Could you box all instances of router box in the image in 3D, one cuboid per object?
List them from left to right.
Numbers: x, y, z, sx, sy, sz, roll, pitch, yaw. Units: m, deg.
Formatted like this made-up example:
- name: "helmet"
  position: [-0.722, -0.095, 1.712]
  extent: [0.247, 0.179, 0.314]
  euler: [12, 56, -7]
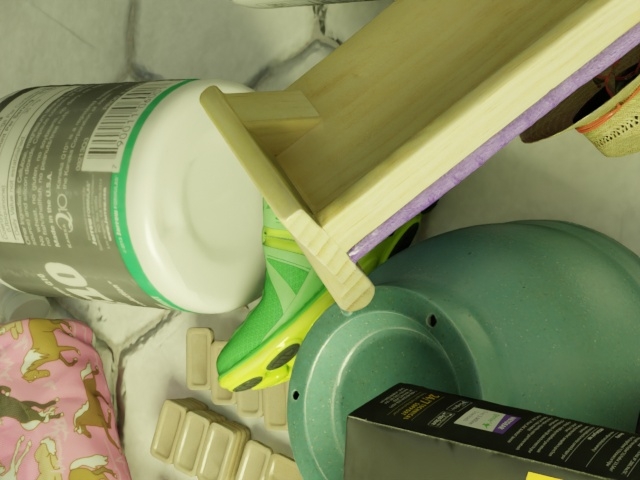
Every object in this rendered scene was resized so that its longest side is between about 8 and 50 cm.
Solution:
- name: "router box"
  position: [0.129, 0.261, 0.819]
  extent: [0.243, 0.081, 0.308]
  euler: [11, 105, 27]

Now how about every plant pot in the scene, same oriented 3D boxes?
- name: "plant pot"
  position: [0.101, 0.123, 0.988]
  extent: [0.293, 0.196, 0.293]
  euler: [-5, 83, 42]

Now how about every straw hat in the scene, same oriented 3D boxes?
- name: "straw hat"
  position: [0.220, -0.096, 0.988]
  extent: [0.144, 0.144, 0.061]
  euler: [-33, 105, 34]

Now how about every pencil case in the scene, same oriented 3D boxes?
- name: "pencil case"
  position: [-0.246, 0.260, 1.304]
  extent: [0.167, 0.160, 0.386]
  euler: [-29, 67, 23]

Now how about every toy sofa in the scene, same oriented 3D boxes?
- name: "toy sofa"
  position: [0.118, -0.118, 0.924]
  extent: [0.363, 0.177, 0.150]
  euler: [-38, 49, 3]

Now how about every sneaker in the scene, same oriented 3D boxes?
- name: "sneaker"
  position: [0.000, 0.000, 1.146]
  extent: [0.123, 0.109, 0.295]
  euler: [39, 102, 27]

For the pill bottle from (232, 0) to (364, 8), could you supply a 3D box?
- name: "pill bottle"
  position: [-0.013, -0.279, 1.150]
  extent: [0.283, 0.160, 0.160]
  euler: [4, 88, 41]

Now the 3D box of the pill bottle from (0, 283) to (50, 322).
- name: "pill bottle"
  position: [-0.337, 0.041, 1.467]
  extent: [0.065, 0.065, 0.116]
  euler: [-54, 54, 23]

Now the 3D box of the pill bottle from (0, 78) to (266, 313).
- name: "pill bottle"
  position: [-0.210, -0.045, 1.271]
  extent: [0.361, 0.204, 0.204]
  euler: [4, 88, 42]

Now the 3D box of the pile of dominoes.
- name: "pile of dominoes"
  position: [-0.044, 0.204, 1.228]
  extent: [0.251, 0.040, 0.195]
  euler: [21, 100, 32]

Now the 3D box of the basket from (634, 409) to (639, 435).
- name: "basket"
  position: [0.262, 0.231, 0.870]
  extent: [0.204, 0.154, 0.226]
  euler: [24, 108, 20]
